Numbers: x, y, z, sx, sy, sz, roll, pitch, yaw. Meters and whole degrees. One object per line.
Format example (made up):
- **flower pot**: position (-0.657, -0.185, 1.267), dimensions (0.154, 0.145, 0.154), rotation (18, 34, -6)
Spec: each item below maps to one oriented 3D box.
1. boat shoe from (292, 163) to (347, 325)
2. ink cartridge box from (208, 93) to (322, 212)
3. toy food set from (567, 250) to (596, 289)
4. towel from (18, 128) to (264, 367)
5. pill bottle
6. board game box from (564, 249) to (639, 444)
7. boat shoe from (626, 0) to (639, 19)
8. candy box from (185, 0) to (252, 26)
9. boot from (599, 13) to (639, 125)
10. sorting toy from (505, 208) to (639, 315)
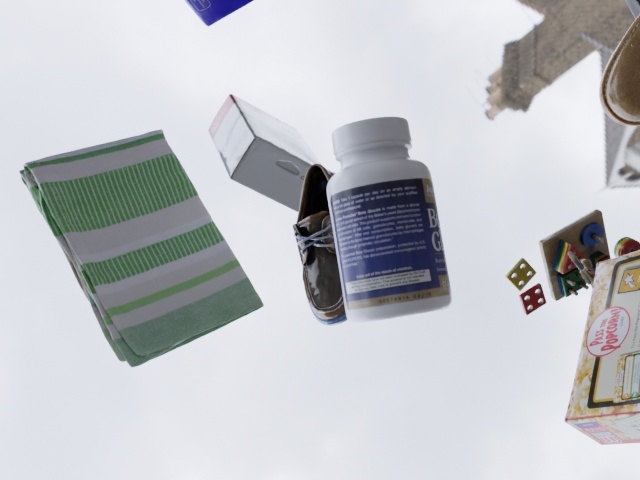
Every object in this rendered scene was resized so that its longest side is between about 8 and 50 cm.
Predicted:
- **boat shoe**: position (0.000, 0.000, 0.773), dimensions (0.066, 0.066, 0.183), rotation (50, -154, -47)
- **ink cartridge box**: position (-0.079, -0.127, 1.082), dimensions (0.127, 0.072, 0.175), rotation (26, -161, -30)
- **toy food set**: position (0.434, 0.057, 1.196), dimensions (0.122, 0.019, 0.078), rotation (22, -142, -58)
- **towel**: position (-0.252, -0.001, 1.085), dimensions (0.248, 0.038, 0.325), rotation (-24, -101, -41)
- **pill bottle**: position (0.056, -0.017, 0.657), dimensions (0.094, 0.094, 0.169), rotation (-5, -96, -37)
- **board game box**: position (0.269, 0.061, 0.520), dimensions (0.045, 0.193, 0.146), rotation (32, -119, -18)
- **boat shoe**: position (0.391, -0.390, 0.894), dimensions (0.120, 0.122, 0.324), rotation (-32, -87, -14)
- **candy box**: position (-0.094, -0.474, 0.977), dimensions (0.268, 0.317, 0.122), rotation (48, -153, -45)
- **boot**: position (0.415, -0.233, 0.754), dimensions (0.112, 0.305, 0.115), rotation (47, -160, -2)
- **sorting toy**: position (0.465, 0.037, 1.352), dimensions (0.274, 0.046, 0.132), rotation (-27, -62, -11)
